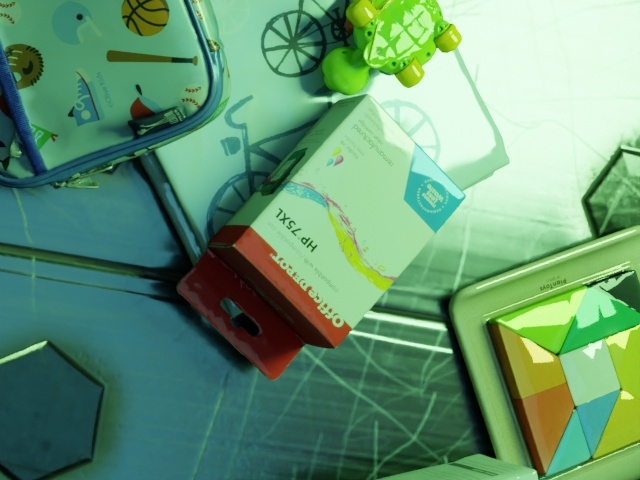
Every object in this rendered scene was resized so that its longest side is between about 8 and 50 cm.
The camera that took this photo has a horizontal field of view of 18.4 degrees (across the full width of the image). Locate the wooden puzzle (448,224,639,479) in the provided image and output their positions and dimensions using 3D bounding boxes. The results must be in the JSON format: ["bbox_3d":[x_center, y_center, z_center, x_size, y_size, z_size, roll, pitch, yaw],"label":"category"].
[{"bbox_3d":[0.253,0.128,1.876,0.221,0.044,0.239,-19,97,-19],"label":"wooden puzzle"}]

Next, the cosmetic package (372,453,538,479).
[{"bbox_3d":[0.086,0.329,1.766,0.224,0.138,0.224,-11,94,-18],"label":"cosmetic package"}]

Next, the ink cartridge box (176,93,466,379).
[{"bbox_3d":[0.000,0.000,1.726,0.134,0.078,0.231,45,76,-15],"label":"ink cartridge box"}]

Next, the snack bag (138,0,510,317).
[{"bbox_3d":[-0.028,-0.145,1.777,0.323,0.037,0.343,-29,100,-18],"label":"snack bag"}]

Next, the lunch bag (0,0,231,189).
[{"bbox_3d":[-0.218,-0.193,1.640,0.243,0.115,0.303,-18,95,5],"label":"lunch bag"}]

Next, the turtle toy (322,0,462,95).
[{"bbox_3d":[0.056,-0.180,1.754,0.130,0.066,0.095,-44,105,-15],"label":"turtle toy"}]
